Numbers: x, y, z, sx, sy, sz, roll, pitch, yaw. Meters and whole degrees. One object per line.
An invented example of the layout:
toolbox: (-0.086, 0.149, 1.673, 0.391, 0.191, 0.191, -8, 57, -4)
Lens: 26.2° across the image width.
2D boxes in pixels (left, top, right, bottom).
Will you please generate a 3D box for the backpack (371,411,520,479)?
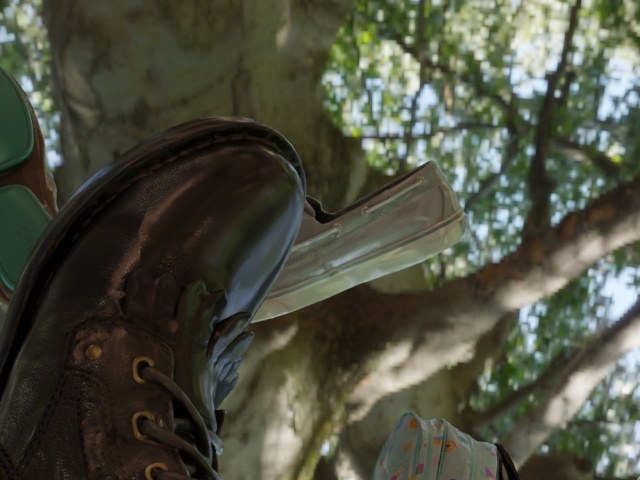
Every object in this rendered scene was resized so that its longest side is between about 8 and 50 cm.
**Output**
backpack: (0.100, 0.236, 1.187, 0.115, 0.152, 0.182, 30, -142, -13)

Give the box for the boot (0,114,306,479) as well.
boot: (-0.029, 0.091, 0.403, 0.229, 0.091, 0.263, 20, -109, 47)

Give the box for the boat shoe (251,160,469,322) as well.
boat shoe: (0.000, 0.000, 1.083, 0.228, 0.081, 0.079, -21, -173, 8)

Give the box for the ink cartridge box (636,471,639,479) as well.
ink cartridge box: (0.377, 0.286, 1.094, 0.283, 0.117, 0.207, 55, -158, 5)

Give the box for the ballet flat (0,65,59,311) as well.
ballet flat: (-0.303, -0.033, 1.351, 0.116, 0.124, 0.342, -22, -127, -14)
